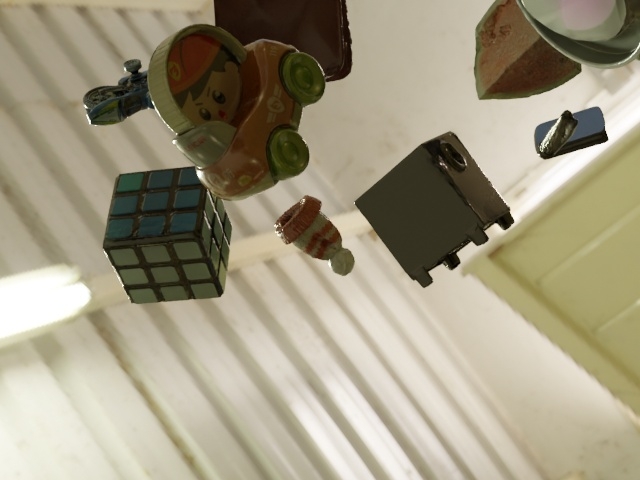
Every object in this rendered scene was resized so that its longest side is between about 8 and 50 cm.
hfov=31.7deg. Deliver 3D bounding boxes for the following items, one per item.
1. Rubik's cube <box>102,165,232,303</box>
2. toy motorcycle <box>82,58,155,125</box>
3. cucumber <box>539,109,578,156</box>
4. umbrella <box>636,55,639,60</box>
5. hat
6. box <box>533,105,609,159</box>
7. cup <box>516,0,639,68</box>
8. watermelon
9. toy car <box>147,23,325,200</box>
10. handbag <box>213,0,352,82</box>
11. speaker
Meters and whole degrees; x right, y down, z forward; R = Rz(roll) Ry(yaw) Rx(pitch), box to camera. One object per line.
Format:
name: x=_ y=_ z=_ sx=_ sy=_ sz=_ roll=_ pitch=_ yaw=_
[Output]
Rubik's cube: x=-0.241 y=-0.009 z=1.805 sx=0.163 sy=0.161 sz=0.162 roll=74 pitch=-166 yaw=-49
toy motorcycle: x=-0.305 y=-0.266 z=2.036 sx=0.255 sy=0.092 sz=0.135 roll=-18 pitch=-144 yaw=-18
cucumber: x=0.362 y=-0.163 z=1.696 sx=0.033 sy=0.135 sz=0.034 roll=36 pitch=-111 yaw=5
umbrella: x=0.588 y=-0.362 z=2.126 sx=0.067 sy=0.143 sz=0.062 roll=45 pitch=-117 yaw=-33
hat: x=0.000 y=0.000 z=2.113 sx=0.162 sy=0.112 sz=0.093 roll=39 pitch=-134 yaw=-12
box: x=0.430 y=-0.183 z=1.940 sx=0.126 sy=0.125 sz=0.027 roll=-77 pitch=-34 yaw=-60
cup: x=0.454 y=-0.425 z=1.551 sx=0.372 sy=0.253 sz=0.253 roll=-37 pitch=-96 yaw=-19
watermelon: x=0.453 y=-0.436 z=2.511 sx=0.256 sy=0.260 sz=0.176 roll=53 pitch=-150 yaw=-4
toy car: x=-0.127 y=-0.177 z=1.466 sx=0.235 sy=0.145 sz=0.235 roll=13 pitch=-111 yaw=-37
handbag: x=-0.076 y=-0.424 z=2.118 sx=0.084 sy=0.260 sz=0.275 roll=-4 pitch=-90 yaw=-73
speaker: x=0.256 y=-0.069 z=2.466 sx=0.254 sy=0.232 sz=0.184 roll=53 pitch=-148 yaw=6
